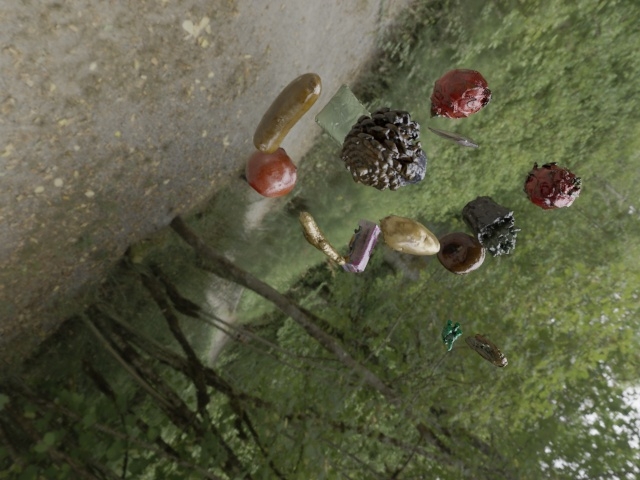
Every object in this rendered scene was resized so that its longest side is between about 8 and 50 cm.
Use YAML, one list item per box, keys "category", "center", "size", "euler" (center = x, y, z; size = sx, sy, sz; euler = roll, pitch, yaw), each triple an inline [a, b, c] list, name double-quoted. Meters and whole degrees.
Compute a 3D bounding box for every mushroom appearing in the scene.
- category: "mushroom"
  center: [0.847, 0.082, 2.490]
  size: [0.267, 0.254, 0.267]
  euler: [-34, -137, 39]

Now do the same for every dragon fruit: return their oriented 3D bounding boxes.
- category: "dragon fruit"
  center: [0.981, -0.230, 1.798]
  size: [0.274, 0.192, 0.193]
  euler: [12, -100, 63]
- category: "dragon fruit"
  center: [0.474, -0.500, 1.427]
  size: [0.209, 0.172, 0.172]
  euler: [-4, -156, 28]

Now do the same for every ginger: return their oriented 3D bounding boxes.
- category: "ginger"
  center: [0.000, 0.000, 1.844]
  size: [0.081, 0.334, 0.148]
  euler: [-49, -160, -22]

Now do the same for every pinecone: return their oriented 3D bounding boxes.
- category: "pinecone"
  center: [0.192, -0.279, 1.239]
  size: [0.257, 0.243, 0.243]
  euler: [-52, 179, 1]

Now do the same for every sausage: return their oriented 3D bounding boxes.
- category: "sausage"
  center: [-0.138, -0.502, 1.641]
  size: [0.501, 0.123, 0.136]
  euler: [-32, -131, 53]

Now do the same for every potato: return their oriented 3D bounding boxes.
- category: "potato"
  center: [0.330, -0.011, 1.583]
  size: [0.128, 0.234, 0.161]
  euler: [-64, -161, -14]

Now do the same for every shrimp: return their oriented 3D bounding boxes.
- category: "shrimp"
  center: [0.819, 0.533, 2.074]
  size: [0.058, 0.173, 0.253]
  euler: [-35, -142, -13]

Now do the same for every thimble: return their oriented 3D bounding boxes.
- category: "thimble"
  center: [0.287, -0.259, 1.435]
  size: [0.150, 0.150, 0.098]
  euler: [126, -23, -71]

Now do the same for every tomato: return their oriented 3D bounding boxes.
- category: "tomato"
  center: [-0.250, -0.340, 2.077]
  size: [0.265, 0.265, 0.265]
  euler: [-50, 179, -1]

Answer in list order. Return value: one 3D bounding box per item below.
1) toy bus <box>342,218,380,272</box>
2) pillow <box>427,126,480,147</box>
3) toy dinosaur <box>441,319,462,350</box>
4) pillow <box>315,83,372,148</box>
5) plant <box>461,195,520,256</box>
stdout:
- category: "toy bus"
  center: [0.200, 0.025, 2.055]
  size: [0.090, 0.112, 0.274]
  euler: [53, 53, -45]
- category: "pillow"
  center: [0.534, -0.420, 1.690]
  size: [0.233, 0.130, 0.038]
  euler: [46, -56, 53]
- category: "toy dinosaur"
  center: [0.487, 0.360, 1.576]
  size: [0.132, 0.059, 0.096]
  euler: [-69, 177, -51]
- category: "pillow"
  center: [0.131, -0.527, 1.887]
  size: [0.076, 0.281, 0.274]
  euler: [-19, -148, 57]
- category: "plant"
  center: [0.556, -0.049, 1.349]
  size: [0.132, 0.194, 0.129]
  euler: [-35, 143, 9]
